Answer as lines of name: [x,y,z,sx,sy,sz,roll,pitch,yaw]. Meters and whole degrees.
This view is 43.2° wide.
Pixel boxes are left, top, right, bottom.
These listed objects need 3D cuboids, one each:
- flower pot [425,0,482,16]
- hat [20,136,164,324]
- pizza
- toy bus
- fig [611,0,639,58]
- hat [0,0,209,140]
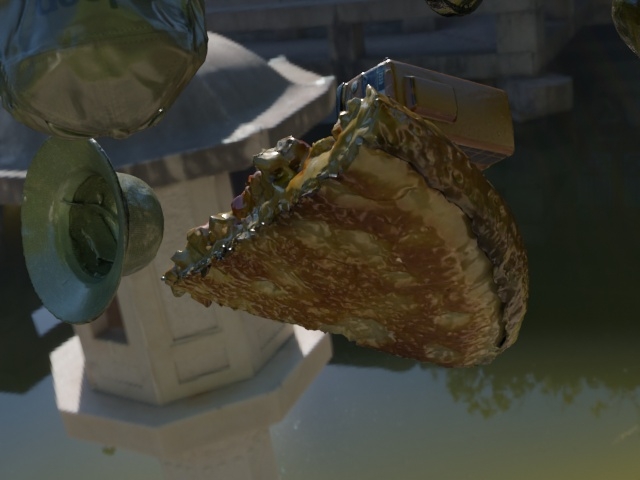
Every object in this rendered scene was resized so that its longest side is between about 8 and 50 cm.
flower pot: [0.161,-0.303,0.587,0.166,0.269,0.269,3,25,25]
hat: [-0.289,-0.018,1.100,0.257,0.257,0.130,12,10,40]
pizza: [0.000,0.000,0.835,0.406,0.440,0.130,-1,58,25]
toy bus: [0.127,-0.142,0.964,0.201,0.098,0.114,7,-19,-33]
fig: [0.465,-0.271,1.054,0.133,0.185,0.126,-15,33,35]
hat: [-0.207,-0.212,0.675,0.214,0.244,0.149,-18,54,-6]
